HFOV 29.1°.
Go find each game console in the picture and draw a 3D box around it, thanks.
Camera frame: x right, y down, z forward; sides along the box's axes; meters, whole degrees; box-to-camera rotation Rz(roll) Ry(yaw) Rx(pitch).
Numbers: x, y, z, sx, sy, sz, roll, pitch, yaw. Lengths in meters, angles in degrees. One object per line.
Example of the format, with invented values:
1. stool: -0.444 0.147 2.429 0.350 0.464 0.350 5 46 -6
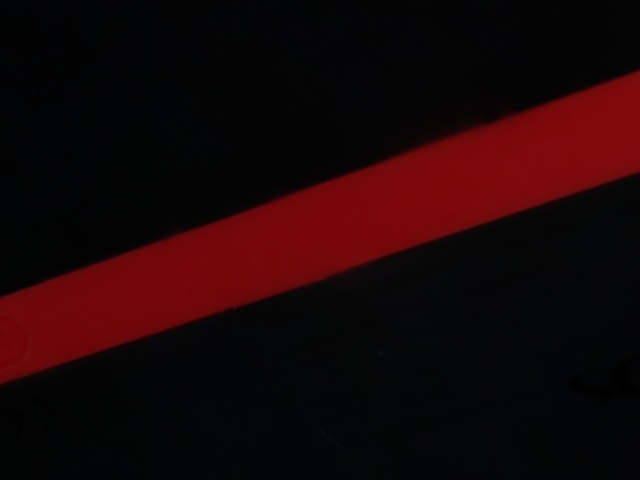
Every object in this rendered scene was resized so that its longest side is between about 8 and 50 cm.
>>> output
1. game console: 0.000 0.000 0.402 0.386 0.060 0.342 -19 104 15
